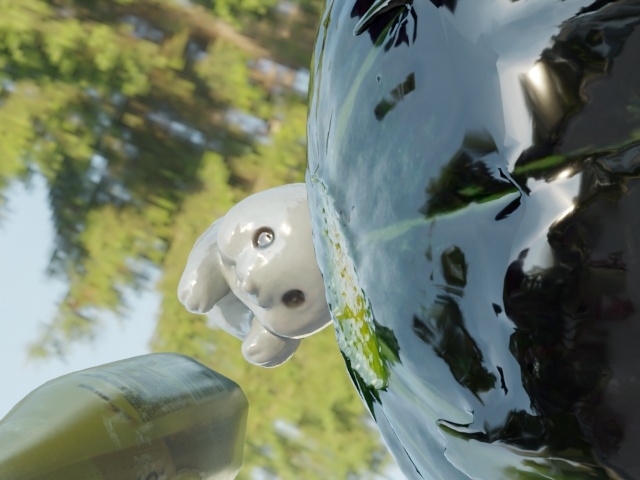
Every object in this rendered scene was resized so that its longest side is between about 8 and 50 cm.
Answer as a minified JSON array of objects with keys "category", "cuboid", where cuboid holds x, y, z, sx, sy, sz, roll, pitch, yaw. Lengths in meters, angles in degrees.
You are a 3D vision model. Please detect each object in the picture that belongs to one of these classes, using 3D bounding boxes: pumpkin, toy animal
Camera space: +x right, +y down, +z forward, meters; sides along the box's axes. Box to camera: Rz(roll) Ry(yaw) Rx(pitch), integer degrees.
[{"category":"pumpkin","cuboid":[0.131,-0.020,0.664,0.296,0.296,0.296,-34,-44,-42]},{"category":"toy animal","cuboid":[0.000,0.002,1.205,0.131,0.103,0.221,-34,0,-36]}]

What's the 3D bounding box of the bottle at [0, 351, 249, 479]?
[{"category":"bottle","cuboid":[-0.115,0.103,0.864,0.270,0.083,0.083,-11,-61,-67]}]
